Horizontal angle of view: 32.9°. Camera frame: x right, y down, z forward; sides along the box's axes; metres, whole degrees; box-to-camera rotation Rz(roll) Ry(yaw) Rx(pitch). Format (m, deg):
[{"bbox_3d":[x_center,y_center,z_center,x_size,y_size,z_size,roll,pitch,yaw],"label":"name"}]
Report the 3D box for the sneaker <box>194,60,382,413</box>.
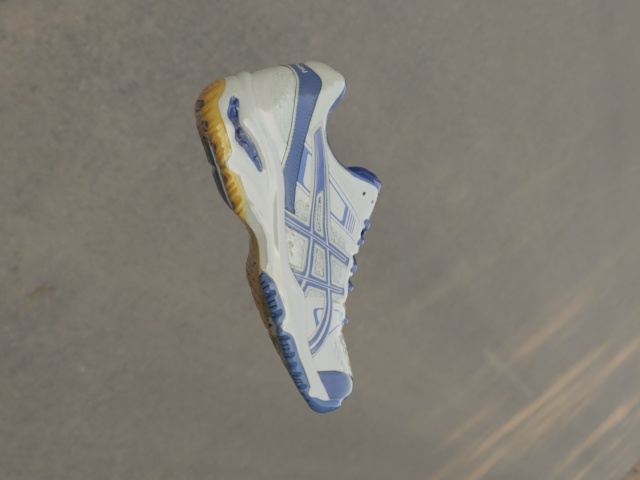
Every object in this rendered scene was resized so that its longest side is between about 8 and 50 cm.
[{"bbox_3d":[0.000,0.000,0.887,0.130,0.112,0.297,-19,110,-12],"label":"sneaker"}]
